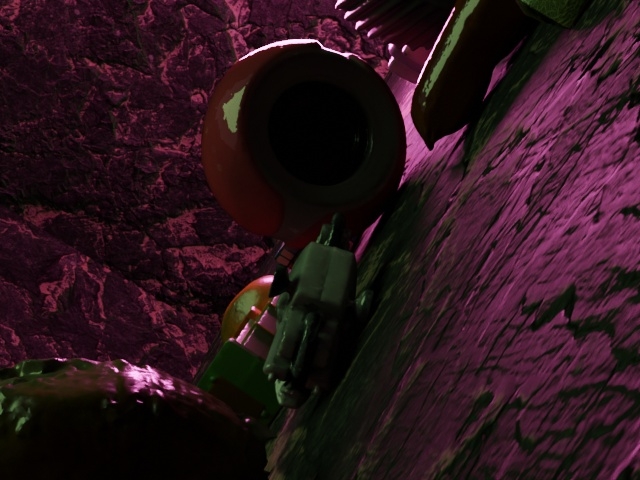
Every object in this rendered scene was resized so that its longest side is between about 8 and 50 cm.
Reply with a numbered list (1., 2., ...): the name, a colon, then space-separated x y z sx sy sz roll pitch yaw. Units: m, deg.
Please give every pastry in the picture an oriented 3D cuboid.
1. pastry: -0.198 0.256 1.245 0.329 0.330 0.136 -58 15 11

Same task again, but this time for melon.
1. melon: 0.245 -0.290 1.369 0.128 0.079 0.160 -57 4 37

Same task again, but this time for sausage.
1. sausage: 0.200 -0.263 1.614 0.348 0.094 0.097 -58 0 11

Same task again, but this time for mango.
1. mango: -0.107 0.140 2.239 0.147 0.109 0.227 -66 6 -33

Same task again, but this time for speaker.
1. speaker: -0.031 -0.135 1.939 0.294 0.294 0.294 -58 4 7

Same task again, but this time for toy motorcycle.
1. toy motorcycle: -0.008 0.090 1.562 0.260 0.110 0.171 -76 0 -53

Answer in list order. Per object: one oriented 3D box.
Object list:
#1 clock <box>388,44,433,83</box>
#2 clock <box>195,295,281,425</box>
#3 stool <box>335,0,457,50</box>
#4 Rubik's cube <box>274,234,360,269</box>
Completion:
1. clock: 0.229 -0.420 2.313 0.322 0.113 0.295 -60 4 -4
2. clock: -0.103 0.197 1.905 0.220 0.106 0.255 -56 0 23
3. stool: 0.167 -0.428 1.960 0.297 0.297 0.330 -59 8 -1
4. Rubik's cube: 0.000 0.000 2.094 0.092 0.092 0.092 -61 5 -33
